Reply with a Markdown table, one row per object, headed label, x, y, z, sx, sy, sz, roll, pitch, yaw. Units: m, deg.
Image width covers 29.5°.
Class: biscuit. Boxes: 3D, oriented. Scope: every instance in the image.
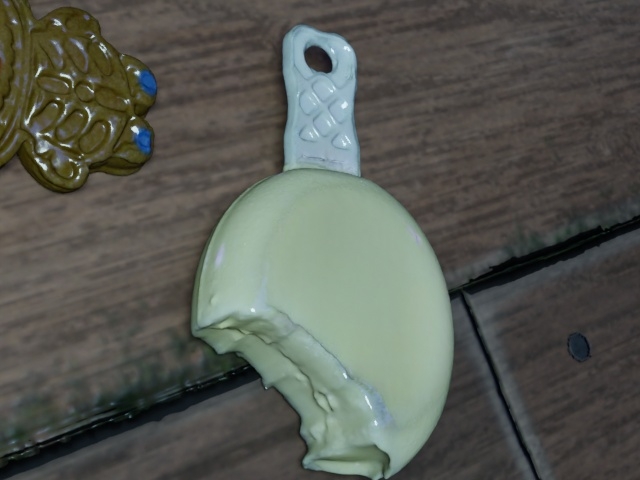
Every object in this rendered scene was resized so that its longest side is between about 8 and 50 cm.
| label | x | y | z | sx | sy | sz | roll | pitch | yaw |
| --- | --- | --- | --- | --- | --- | --- | --- | --- | --- |
| biscuit | -0.166 | -0.086 | 0.638 | 0.175 | 0.026 | 0.124 | 11 | 68 | -31 |

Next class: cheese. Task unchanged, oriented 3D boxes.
| label | x | y | z | sx | sy | sz | roll | pitch | yaw |
| --- | --- | --- | --- | --- | --- | --- | --- | --- | --- |
| cheese | 0.017 | 0.002 | 0.706 | 0.163 | 0.071 | 0.249 | 31 | 58 | -22 |
